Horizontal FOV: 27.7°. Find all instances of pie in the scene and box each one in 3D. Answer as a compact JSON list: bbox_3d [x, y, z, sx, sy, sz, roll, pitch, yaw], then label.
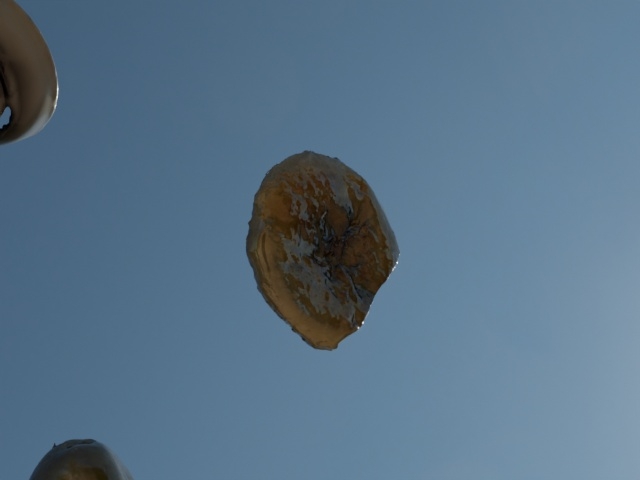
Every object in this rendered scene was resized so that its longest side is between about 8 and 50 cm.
[{"bbox_3d":[-0.003,0.001,1.325,0.052,0.218,0.185,-19,-60,42],"label":"pie"}]

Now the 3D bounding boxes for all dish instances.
[{"bbox_3d":[-0.273,-0.117,0.954,0.141,0.078,0.141,15,-50,18],"label":"dish"}]

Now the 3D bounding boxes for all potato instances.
[{"bbox_3d":[-0.243,0.324,1.363,0.160,0.235,0.178,-8,-13,-15],"label":"potato"}]
